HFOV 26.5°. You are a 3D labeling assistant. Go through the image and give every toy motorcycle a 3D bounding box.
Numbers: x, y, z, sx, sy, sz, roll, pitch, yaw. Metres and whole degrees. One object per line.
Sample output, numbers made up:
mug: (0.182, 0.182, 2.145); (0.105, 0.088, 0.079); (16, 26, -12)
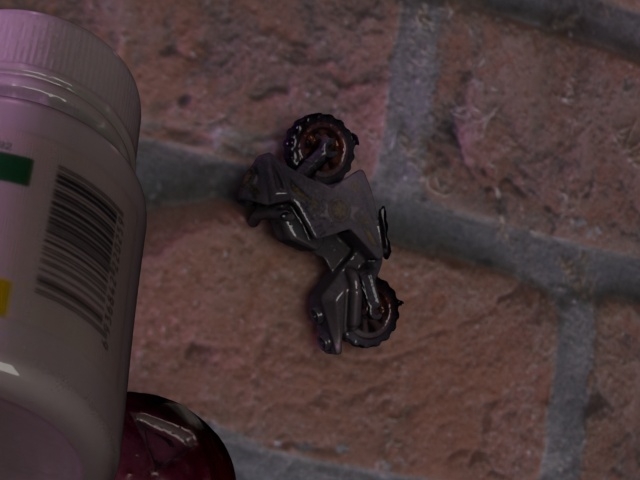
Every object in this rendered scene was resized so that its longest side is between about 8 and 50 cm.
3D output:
toy motorcycle: (0.000, 0.000, 1.192); (0.122, 0.080, 0.215); (-20, 99, -26)

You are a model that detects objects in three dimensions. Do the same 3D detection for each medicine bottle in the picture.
medicine bottle: (-0.227, 0.011, 0.940); (0.208, 0.208, 0.340); (22, 43, -23)

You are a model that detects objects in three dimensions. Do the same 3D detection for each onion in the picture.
onion: (-0.148, 0.201, 1.024); (0.207, 0.200, 0.201); (39, 68, -44)
